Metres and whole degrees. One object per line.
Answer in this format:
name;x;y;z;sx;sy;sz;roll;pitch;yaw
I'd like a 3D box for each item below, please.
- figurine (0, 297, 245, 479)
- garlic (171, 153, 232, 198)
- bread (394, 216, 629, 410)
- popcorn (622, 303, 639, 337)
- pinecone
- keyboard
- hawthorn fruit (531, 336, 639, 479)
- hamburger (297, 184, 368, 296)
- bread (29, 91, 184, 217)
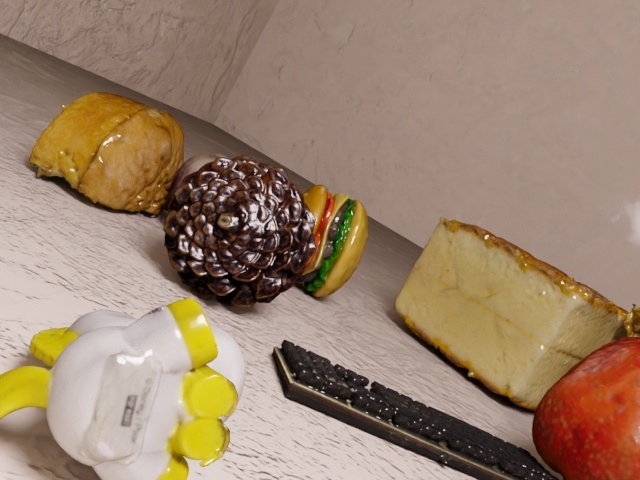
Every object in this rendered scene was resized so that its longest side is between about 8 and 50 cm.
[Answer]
figurine;-0.108;0.073;0.419;0.130;0.109;0.178;7;6;-3
garlic;-0.142;-0.045;0.984;0.159;0.102;0.147;-110;175;-45
bread;0.304;0.121;1.176;0.279;0.207;0.279;36;11;39
popcorn;0.482;0.117;1.071;0.083;0.057;0.082;14;-24;-37
pinecone;-0.084;-0.006;0.814;0.163;0.162;0.165;30;-6;5
keyboard;0.100;0.179;0.707;0.317;0.027;0.106;27;7;-18
hawthorn fruit;0.352;0.179;0.757;0.207;0.243;0.207;43;-3;3
hamburger;0.000;0.000;1.056;0.115;0.162;0.162;24;8;-13
bread;-0.263;-0.118;0.966;0.143;0.139;0.229;22;5;9
